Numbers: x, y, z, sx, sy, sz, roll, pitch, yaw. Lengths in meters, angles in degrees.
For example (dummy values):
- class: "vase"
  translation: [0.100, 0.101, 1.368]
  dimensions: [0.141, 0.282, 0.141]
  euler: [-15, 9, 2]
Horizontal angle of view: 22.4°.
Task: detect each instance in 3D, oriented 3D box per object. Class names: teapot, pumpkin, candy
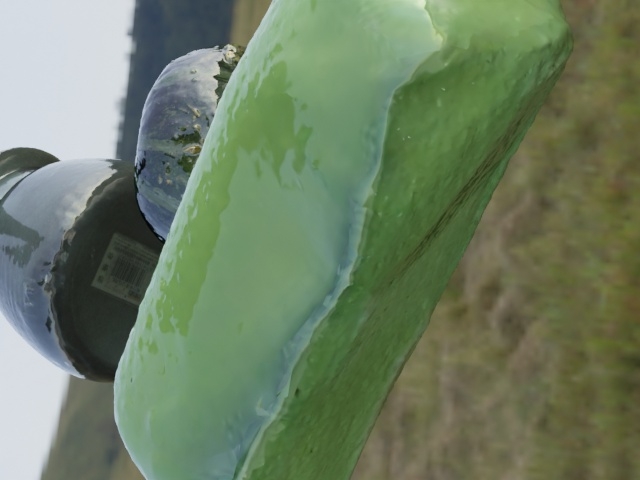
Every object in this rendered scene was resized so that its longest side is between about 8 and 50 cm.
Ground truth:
- class: "teapot"
  translation: [-0.298, 0.014, 1.654]
  dimensions: [0.305, 0.285, 0.223]
  euler: [-13, -68, -40]
- class: "pumpkin"
  translation: [-0.085, -0.074, 1.394]
  dimensions: [0.190, 0.146, 0.190]
  euler: [-4, -90, -74]
- class: "candy"
  translation: [0.000, 0.000, 0.844]
  dimensions: [0.142, 0.132, 0.344]
  euler: [54, 130, 39]
